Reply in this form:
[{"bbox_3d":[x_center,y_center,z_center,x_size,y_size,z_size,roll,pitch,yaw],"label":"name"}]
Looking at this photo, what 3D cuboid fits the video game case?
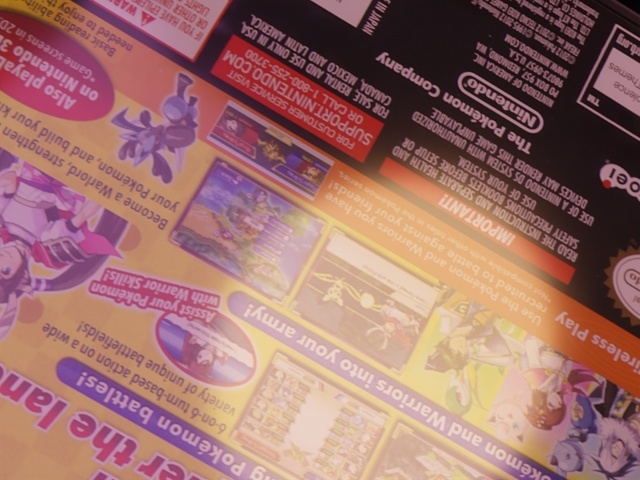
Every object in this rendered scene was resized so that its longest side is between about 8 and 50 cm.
[{"bbox_3d":[0.000,0.000,0.429,0.275,0.035,0.248,30,72,-5],"label":"video game case"}]
